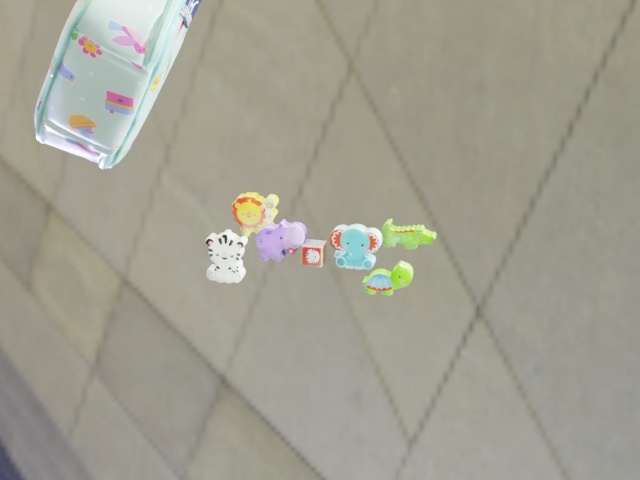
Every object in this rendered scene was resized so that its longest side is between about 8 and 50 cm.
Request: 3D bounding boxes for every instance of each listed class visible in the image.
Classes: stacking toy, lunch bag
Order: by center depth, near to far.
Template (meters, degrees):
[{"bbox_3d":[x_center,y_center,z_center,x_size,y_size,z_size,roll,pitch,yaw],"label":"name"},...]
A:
[{"bbox_3d":[-0.187,-0.223,1.725,0.279,0.108,0.224,-56,10,52],"label":"lunch bag"},{"bbox_3d":[0.000,0.000,1.754,0.167,0.221,0.052,-58,-28,-69],"label":"stacking toy"}]
